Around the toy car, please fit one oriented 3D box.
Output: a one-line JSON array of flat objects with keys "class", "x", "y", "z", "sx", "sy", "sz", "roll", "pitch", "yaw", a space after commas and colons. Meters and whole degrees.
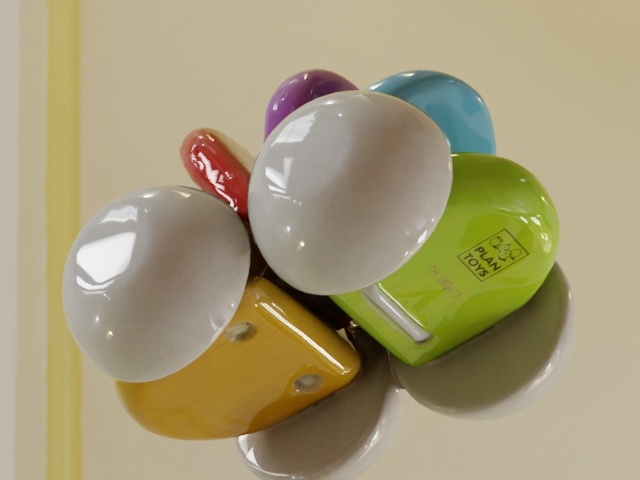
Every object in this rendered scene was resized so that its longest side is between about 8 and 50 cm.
[{"class": "toy car", "x": 0.000, "y": 0.000, "z": 0.724, "sx": 0.182, "sy": 0.159, "sz": 0.136, "roll": -25, "pitch": -132, "yaw": 21}]
